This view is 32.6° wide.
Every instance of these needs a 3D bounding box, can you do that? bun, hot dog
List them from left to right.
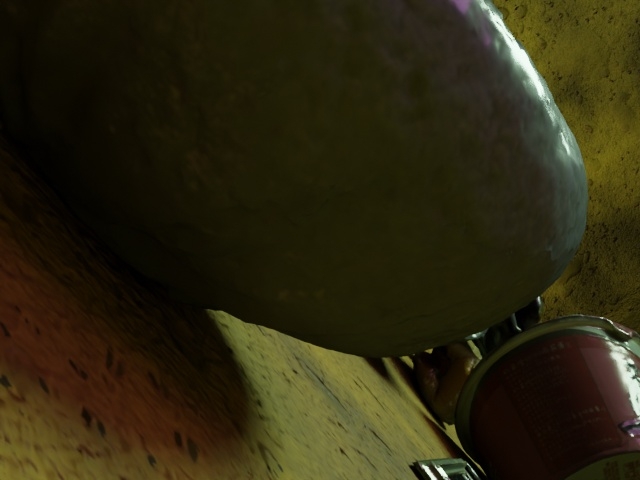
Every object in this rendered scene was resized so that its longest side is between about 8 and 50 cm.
[{"bbox_3d":[-0.034,-0.087,0.541,0.362,0.211,0.362,53,3,-4],"label":"bun"},{"bbox_3d":[0.155,0.154,1.323,0.073,0.084,0.242,49,5,-1],"label":"hot dog"}]

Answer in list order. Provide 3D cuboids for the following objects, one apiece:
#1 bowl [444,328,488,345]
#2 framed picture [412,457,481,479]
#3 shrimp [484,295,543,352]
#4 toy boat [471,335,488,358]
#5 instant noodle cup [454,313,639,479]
[{"bbox_3d":[0.077,0.030,1.157,0.211,0.112,0.211,42,31,-33],"label":"bowl"},{"bbox_3d":[0.185,0.290,0.880,0.293,0.018,0.231,51,4,16],"label":"framed picture"},{"bbox_3d":[0.127,0.013,1.399,0.446,0.221,0.110,38,-49,52],"label":"shrimp"},{"bbox_3d":[0.229,0.186,1.538,0.296,0.122,0.114,60,-20,-13],"label":"toy boat"},{"bbox_3d":[0.272,0.221,1.138,0.235,0.235,0.178,48,15,-32],"label":"instant noodle cup"}]
